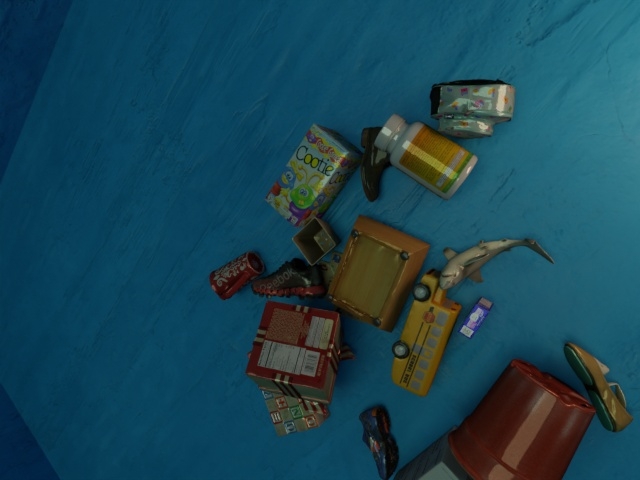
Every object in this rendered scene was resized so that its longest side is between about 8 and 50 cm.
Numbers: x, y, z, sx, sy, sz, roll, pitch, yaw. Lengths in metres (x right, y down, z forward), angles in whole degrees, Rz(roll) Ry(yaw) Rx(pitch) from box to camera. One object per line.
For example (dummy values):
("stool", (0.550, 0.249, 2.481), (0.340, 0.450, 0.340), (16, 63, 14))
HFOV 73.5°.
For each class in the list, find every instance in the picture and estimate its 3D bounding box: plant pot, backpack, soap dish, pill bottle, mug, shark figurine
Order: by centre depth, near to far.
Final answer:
("plant pot", (0.498, 0.456, 1.048), (0.273, 0.272, 0.264), (29, 99, 22))
("backpack", (0.384, -0.328, 1.072), (0.189, 0.166, 0.144), (0, 96, 30))
("pill bottle", (0.271, -0.227, 1.130), (0.246, 0.136, 0.136), (35, 110, 7))
("shark figurine", (0.441, 0.061, 1.136), (0.279, 0.166, 0.116), (-23, 110, 10))
("soap dish", (0.152, 0.099, 1.247), (0.229, 0.118, 0.290), (27, 107, 22))
("plant pot", (0.000, 0.000, 1.336), (0.109, 0.096, 0.109), (-42, 75, 24))
("mug", (-0.280, 0.130, 1.478), (0.169, 0.113, 0.150), (-33, 54, 21))

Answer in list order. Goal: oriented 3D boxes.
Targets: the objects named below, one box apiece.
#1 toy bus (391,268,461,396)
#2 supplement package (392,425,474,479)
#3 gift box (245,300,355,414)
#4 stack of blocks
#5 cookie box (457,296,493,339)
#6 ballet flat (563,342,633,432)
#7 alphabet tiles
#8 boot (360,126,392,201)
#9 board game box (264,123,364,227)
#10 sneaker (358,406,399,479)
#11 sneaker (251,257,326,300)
("toy bus", (0.295, 0.254, 1.202), (0.130, 0.108, 0.332), (22, 104, 23))
("supplement package", (0.335, 0.701, 1.173), (0.199, 0.198, 0.262), (45, 112, 16))
("gift box", (-0.046, 0.349, 1.262), (0.277, 0.258, 0.254), (13, 63, 12))
("stack of blocks", (-0.109, 0.481, 1.440), (0.171, 0.087, 0.296), (-26, 83, 26))
("cookie box", (0.413, 0.204, 1.139), (0.040, 0.107, 0.091), (34, 108, 22))
("ballet flat", (0.679, 0.347, 1.049), (0.073, 0.080, 0.232), (-25, 85, -1))
("alphabet tiles", (0.091, 0.146, 1.353), (0.238, 0.009, 0.198), (14, 101, 26))
("boot", (0.177, -0.223, 1.234), (0.106, 0.082, 0.218), (-2, 92, 30))
("board game box", (-0.016, -0.190, 1.299), (0.142, 0.144, 0.275), (43, 112, 17))
("sneaker", (0.178, 0.623, 1.323), (0.087, 0.083, 0.220), (-16, 82, 41))
("sneaker", (-0.109, 0.125, 1.404), (0.276, 0.098, 0.134), (-4, 87, 30))
